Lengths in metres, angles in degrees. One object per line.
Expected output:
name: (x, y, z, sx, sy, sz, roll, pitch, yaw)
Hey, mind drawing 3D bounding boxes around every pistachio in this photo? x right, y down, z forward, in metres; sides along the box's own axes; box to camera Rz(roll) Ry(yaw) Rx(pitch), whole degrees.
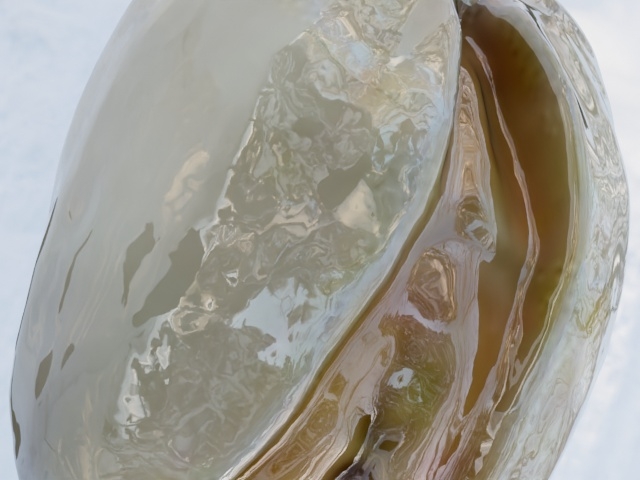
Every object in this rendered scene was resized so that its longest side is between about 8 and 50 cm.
pistachio: (0.000, 0.000, 0.632, 0.230, 0.229, 0.309, 42, 63, -61)
